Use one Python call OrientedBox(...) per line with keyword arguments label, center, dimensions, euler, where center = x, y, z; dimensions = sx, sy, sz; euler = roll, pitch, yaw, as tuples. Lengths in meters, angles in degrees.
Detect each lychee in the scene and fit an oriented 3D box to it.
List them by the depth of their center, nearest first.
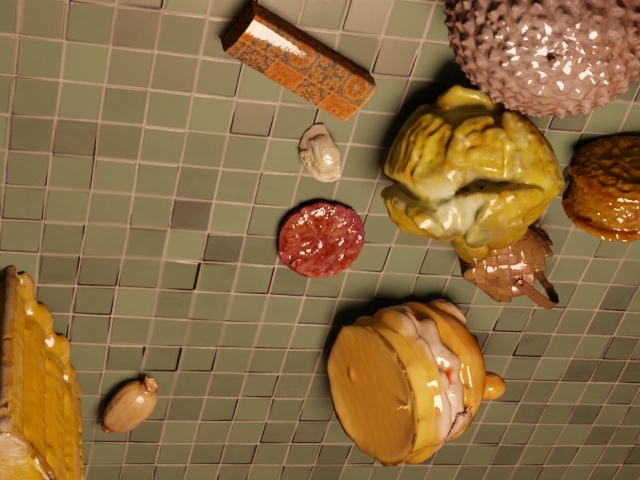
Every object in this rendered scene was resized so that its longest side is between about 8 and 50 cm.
OrientedBox(label="lychee", center=(0.313, -0.299, 1.466), dimensions=(0.300, 0.300, 0.300), euler=(-7, 131, -8))

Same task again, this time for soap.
OrientedBox(label="soap", center=(-0.466, 0.260, 1.705), dimensions=(0.156, 0.335, 0.293), euler=(-14, 135, -1))

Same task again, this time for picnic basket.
OrientedBox(label="picnic basket", center=(0.331, 0.044, 1.849), dimensions=(0.178, 0.128, 0.138), euler=(37, 117, -17))

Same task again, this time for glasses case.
OrientedBox(label="glasses case", center=(-0.028, -0.246, 1.565), dimensions=(0.218, 0.049, 0.075), euler=(26, 119, -31))

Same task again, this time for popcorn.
OrientedBox(label="popcorn", center=(0.233, -0.088, 1.652), dimensions=(0.276, 0.276, 0.225), euler=(24, 86, -30))

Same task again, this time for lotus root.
OrientedBox(label="lotus root", center=(-0.327, 0.286, 1.932), dimensions=(0.073, 0.062, 0.150), euler=(27, 120, -32))

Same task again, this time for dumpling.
OrientedBox(label="dumpling", center=(-0.001, -0.128, 1.670), dimensions=(0.057, 0.052, 0.076), euler=(-24, 130, 0))

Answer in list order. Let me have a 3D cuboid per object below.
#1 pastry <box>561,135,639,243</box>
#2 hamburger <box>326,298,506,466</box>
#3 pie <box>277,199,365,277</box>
OrientedBox(label="pastry", center=(0.474, -0.083, 1.747), dimensions=(0.188, 0.189, 0.103), euler=(-6, 128, -9))
OrientedBox(label="hamburger", center=(0.168, 0.229, 1.888), dimensions=(0.236, 0.276, 0.276), euler=(-15, 135, -30))
OrientedBox(label="pie", center=(0.000, 0.000, 1.791), dimensions=(0.154, 0.036, 0.154), euler=(-7, 130, -8))
